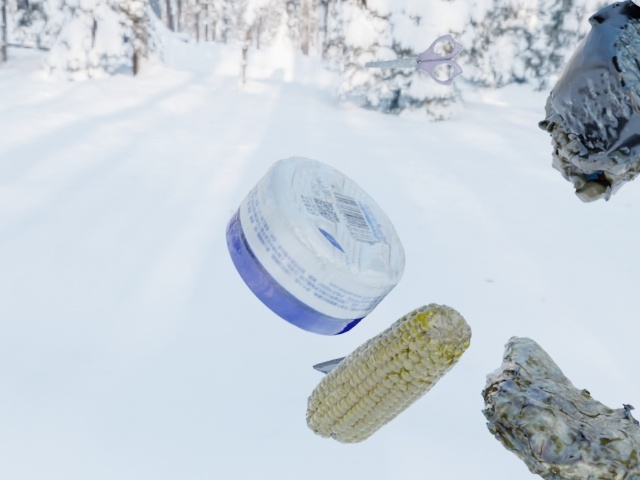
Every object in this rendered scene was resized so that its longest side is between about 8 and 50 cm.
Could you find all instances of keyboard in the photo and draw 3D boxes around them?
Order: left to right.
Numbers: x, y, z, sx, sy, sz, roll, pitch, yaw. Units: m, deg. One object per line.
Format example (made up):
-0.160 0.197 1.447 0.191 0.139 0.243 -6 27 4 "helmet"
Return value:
0.099 0.241 1.299 0.250 0.017 0.087 -20 -42 39 "keyboard"

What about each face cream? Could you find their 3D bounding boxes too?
0.000 0.000 0.776 0.205 0.111 0.206 29 34 -22 "face cream"

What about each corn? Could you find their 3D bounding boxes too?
0.086 0.198 0.940 0.119 0.322 0.119 23 41 -21 "corn"

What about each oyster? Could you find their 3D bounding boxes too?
0.297 0.222 0.772 0.204 0.111 0.396 20 16 -37 "oyster"

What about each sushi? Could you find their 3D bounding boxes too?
0.413 -0.175 0.909 0.238 0.225 0.219 -8 -21 -17 "sushi"

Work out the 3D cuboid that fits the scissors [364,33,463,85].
0.198 -0.384 1.410 0.212 0.111 0.021 1 -4 13 "scissors"
